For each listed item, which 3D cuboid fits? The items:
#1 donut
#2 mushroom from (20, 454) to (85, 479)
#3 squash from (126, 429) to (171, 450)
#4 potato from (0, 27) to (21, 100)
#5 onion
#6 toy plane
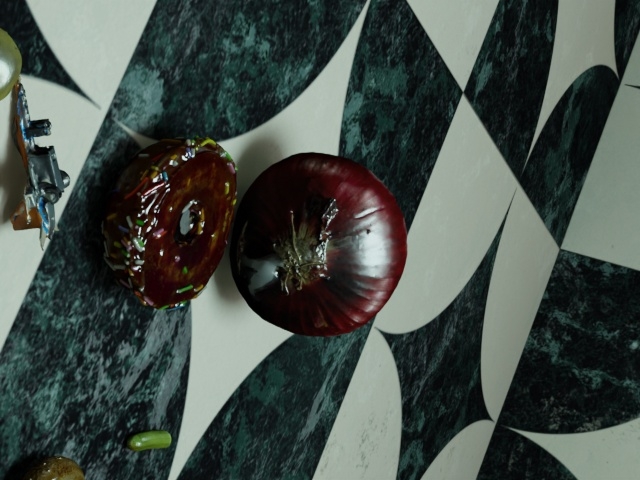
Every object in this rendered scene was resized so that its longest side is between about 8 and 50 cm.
[{"bbox_3d":[-0.197,-0.028,1.615,0.235,0.089,0.235,-41,141,-47],"label":"donut"},{"bbox_3d":[-0.337,0.328,1.561,0.109,0.085,0.126,-125,-136,-79],"label":"mushroom"},{"bbox_3d":[-0.245,0.284,1.773,0.083,0.027,0.027,11,95,-63],"label":"squash"},{"bbox_3d":[-0.359,-0.176,1.238,0.138,0.070,0.091,-3,106,-64],"label":"potato"},{"bbox_3d":[0.000,0.000,1.844,0.285,0.273,0.273,-53,153,-75],"label":"onion"},{"bbox_3d":[-0.312,-0.088,1.391,0.135,0.062,0.188,-83,178,-73],"label":"toy plane"}]
